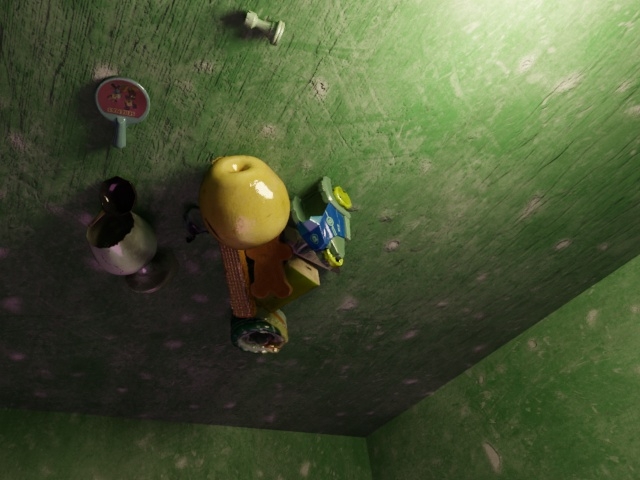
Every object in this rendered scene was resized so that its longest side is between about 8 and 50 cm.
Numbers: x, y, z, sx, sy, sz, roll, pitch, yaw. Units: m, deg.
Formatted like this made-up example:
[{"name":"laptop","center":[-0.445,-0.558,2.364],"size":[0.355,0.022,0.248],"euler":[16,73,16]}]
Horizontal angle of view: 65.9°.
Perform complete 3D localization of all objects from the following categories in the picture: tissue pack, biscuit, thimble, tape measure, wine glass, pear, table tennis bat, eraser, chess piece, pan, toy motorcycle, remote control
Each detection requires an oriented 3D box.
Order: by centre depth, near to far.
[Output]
[{"name":"chess piece","center":[-0.153,-0.574,1.324],"size":[0.103,0.067,0.067],"euler":[20,132,-17]},{"name":"table tennis bat","center":[-0.598,-0.382,1.486],"size":[0.153,0.040,0.244],"euler":[8,132,-20]},{"name":"pear","center":[-0.254,-0.129,1.648],"size":[0.309,0.309,0.309],"euler":[-5,139,-4]},{"name":"pan","center":[-0.719,-0.138,1.694],"size":[0.202,0.128,0.048],"euler":[-21,-178,8]},{"name":"toy motorcycle","center":[-0.004,-0.062,1.740],"size":[0.191,0.326,0.200],"euler":[-32,132,24]},{"name":"wine glass","center":[-0.692,0.038,1.812],"size":[0.238,0.238,0.323],"euler":[-11,148,2]},{"name":"tape measure","center":[-0.495,-0.049,1.856],"size":[0.104,0.107,0.180],"euler":[-25,179,-44]},{"name":"biscuit","center":[-0.191,0.060,1.914],"size":[0.216,0.339,0.047],"euler":[-3,-173,28]},{"name":"remote control","center":[0.000,0.000,1.945],"size":[0.247,0.052,0.104],"euler":[-14,159,-45]},{"name":"biscuit","center":[-0.334,0.134,1.969],"size":[0.094,0.054,0.378],"euler":[-3,108,21]},{"name":"eraser","center":[-0.034,0.039,2.032],"size":[0.352,0.089,0.061],"euler":[27,125,-36]},{"name":"tissue pack","center":[-0.173,0.153,2.077],"size":[0.275,0.167,0.200],"euler":[-31,133,25]},{"name":"thimble","center":[-0.291,0.427,2.376],"size":[0.254,0.167,0.288],"euler":[-32,133,26]}]
